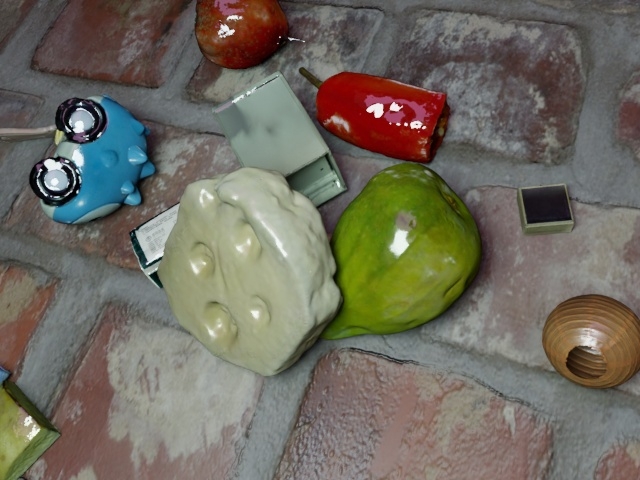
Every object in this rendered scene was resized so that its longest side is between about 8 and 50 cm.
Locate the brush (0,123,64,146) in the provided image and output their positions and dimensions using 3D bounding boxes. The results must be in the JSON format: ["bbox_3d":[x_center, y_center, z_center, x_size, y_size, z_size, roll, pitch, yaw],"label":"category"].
[{"bbox_3d":[-0.560,-0.212,1.278,0.313,0.072,0.067,-1,76,12],"label":"brush"}]

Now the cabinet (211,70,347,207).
[{"bbox_3d":[-0.071,-0.160,1.099,0.145,0.150,0.206,-29,61,0],"label":"cabinet"}]

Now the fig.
[{"bbox_3d":[0.118,0.043,0.954,0.233,0.314,0.233,14,36,-10],"label":"fig"}]

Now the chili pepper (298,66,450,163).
[{"bbox_3d":[0.063,-0.248,1.129,0.339,0.134,0.131,24,83,20],"label":"chili pepper"}]

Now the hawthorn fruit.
[{"bbox_3d":[-0.145,-0.436,1.261,0.235,0.181,0.181,14,65,-2],"label":"hawthorn fruit"}]

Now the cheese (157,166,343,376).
[{"bbox_3d":[-0.117,0.045,0.924,0.327,0.317,0.115,3,21,36],"label":"cheese"}]

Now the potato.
[{"bbox_3d":[-0.520,0.309,0.987,0.149,0.081,0.120,34,72,24],"label":"potato"}]

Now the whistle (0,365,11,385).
[{"bbox_3d":[-0.630,0.339,1.005,0.062,0.062,0.304,23,70,21],"label":"whistle"}]

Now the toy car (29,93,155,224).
[{"bbox_3d":[-0.414,-0.140,1.144,0.190,0.188,0.255,24,82,-15],"label":"toy car"}]

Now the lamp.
[{"bbox_3d":[0.385,0.141,0.860,0.137,0.136,0.136,-5,62,9],"label":"lamp"}]

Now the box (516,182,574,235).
[{"bbox_3d":[0.374,-0.053,1.018,0.080,0.035,0.083,-6,63,9],"label":"box"}]

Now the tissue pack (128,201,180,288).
[{"bbox_3d":[-0.245,-0.006,1.089,0.170,0.090,0.103,-29,60,-6],"label":"tissue pack"}]

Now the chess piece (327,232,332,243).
[{"bbox_3d":[0.000,0.000,1.054,0.066,0.066,0.122,-38,58,-9],"label":"chess piece"}]
